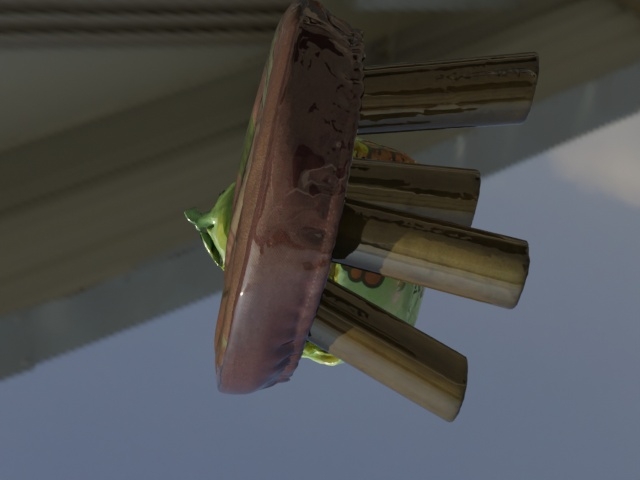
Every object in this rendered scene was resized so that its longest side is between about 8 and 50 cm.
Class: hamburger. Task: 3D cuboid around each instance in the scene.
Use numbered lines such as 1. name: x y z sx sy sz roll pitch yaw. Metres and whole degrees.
1. hamburger: -0.003 -0.001 1.357 0.235 0.214 0.125 27 162 -14

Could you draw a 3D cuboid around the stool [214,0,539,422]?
1. stool: 0.032 -0.017 1.007 0.178 0.272 0.272 11 -152 -5
